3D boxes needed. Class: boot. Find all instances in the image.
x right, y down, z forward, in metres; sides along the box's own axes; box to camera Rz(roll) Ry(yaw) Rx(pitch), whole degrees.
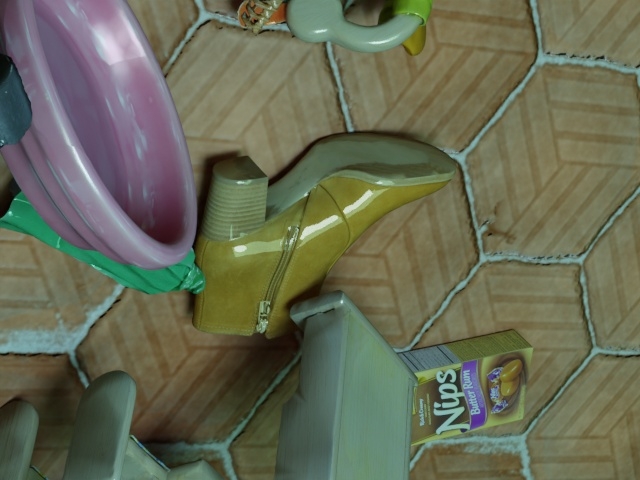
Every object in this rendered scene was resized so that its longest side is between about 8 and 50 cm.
[{"bbox_3d":[0.000,0.001,1.872,0.295,0.104,0.211,-7,124,-21],"label":"boot"}]

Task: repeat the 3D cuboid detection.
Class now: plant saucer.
[{"bbox_3d":[-0.219,-0.123,1.549,0.084,0.332,0.332,-20,129,12],"label":"plant saucer"}]

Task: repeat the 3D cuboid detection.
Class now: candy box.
[{"bbox_3d":[0.165,0.182,2.087,0.186,0.053,0.109,-10,121,-24],"label":"candy box"}]

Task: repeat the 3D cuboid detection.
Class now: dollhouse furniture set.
[{"bbox_3d":[-0.111,0.250,1.859,0.394,0.256,0.362,-18,133,26],"label":"dollhouse furniture set"}]

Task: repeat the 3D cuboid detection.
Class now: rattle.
[{"bbox_3d":[0.012,-0.238,1.781,0.199,0.143,0.130,-17,92,-3],"label":"rattle"}]

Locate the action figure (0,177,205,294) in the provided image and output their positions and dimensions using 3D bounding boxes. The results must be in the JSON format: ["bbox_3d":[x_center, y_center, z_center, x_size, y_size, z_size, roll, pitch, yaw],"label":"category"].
[{"bbox_3d":[-0.207,-0.006,1.743,0.137,0.063,0.232,-36,125,28],"label":"action figure"}]

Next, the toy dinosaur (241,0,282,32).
[{"bbox_3d":[-0.011,-0.359,1.580,0.322,0.218,0.164,-50,129,3],"label":"toy dinosaur"}]

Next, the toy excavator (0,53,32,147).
[{"bbox_3d":[-0.520,-0.135,1.319,0.445,0.433,0.222,-35,133,-24],"label":"toy excavator"}]
